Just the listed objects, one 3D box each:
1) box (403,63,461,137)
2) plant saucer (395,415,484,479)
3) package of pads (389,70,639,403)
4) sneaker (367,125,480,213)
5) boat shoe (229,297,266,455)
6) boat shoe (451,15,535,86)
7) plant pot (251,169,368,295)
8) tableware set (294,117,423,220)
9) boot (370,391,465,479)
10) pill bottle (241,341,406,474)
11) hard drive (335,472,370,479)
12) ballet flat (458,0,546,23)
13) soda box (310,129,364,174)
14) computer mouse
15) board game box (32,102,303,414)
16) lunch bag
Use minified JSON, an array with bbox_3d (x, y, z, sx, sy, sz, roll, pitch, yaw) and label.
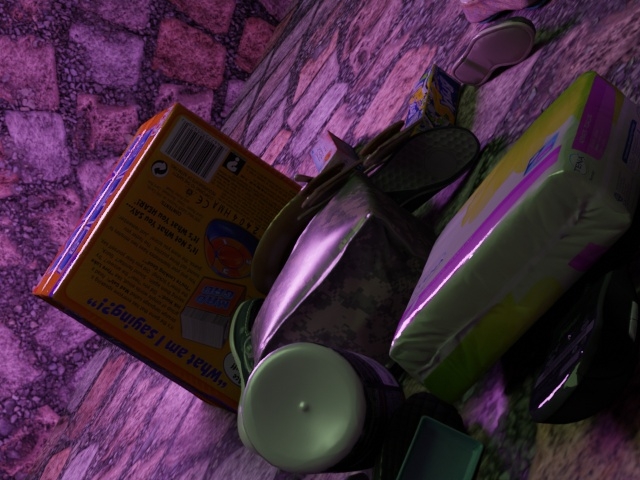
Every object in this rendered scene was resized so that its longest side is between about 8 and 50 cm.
[{"bbox_3d":[0.170,-0.197,2.019,0.054,0.059,0.169,-45,18,36],"label":"box"},{"bbox_3d":[0.093,0.252,1.229,0.018,0.067,0.192,111,-174,-52],"label":"plant saucer"},{"bbox_3d":[0.200,-0.008,1.315,0.296,0.101,0.229,-51,5,36],"label":"package of pads"},{"bbox_3d":[0.118,-0.070,1.852,0.226,0.086,0.163,-32,-13,-5],"label":"sneaker"},{"bbox_3d":[-0.074,0.177,1.855,0.079,0.095,0.254,-45,32,37],"label":"boat shoe"},{"bbox_3d":[0.253,-0.288,1.915,0.065,0.075,0.206,-65,11,-20],"label":"boat shoe"},{"bbox_3d":[0.000,0.000,1.953,0.236,0.032,0.236,-34,-30,-23],"label":"plant pot"},{"bbox_3d":[0.043,-0.109,1.782,0.194,0.039,0.128,-35,-7,-21],"label":"tableware set"},{"bbox_3d":[0.053,0.274,1.318,0.161,0.083,0.246,-49,13,50],"label":"boot"},{"bbox_3d":[0.017,0.179,1.390,0.130,0.130,0.246,-56,-19,2],"label":"pill bottle"},{"bbox_3d":[-0.104,0.365,1.509,0.233,0.047,0.353,-31,-2,-32],"label":"hard drive"},{"bbox_3d":[0.270,-0.410,2.065,0.107,0.106,0.316,-58,13,-6],"label":"ballet flat"},{"bbox_3d":[0.028,-0.144,2.376,0.058,0.063,0.183,-54,13,10],"label":"soda box"},{"bbox_3d":[0.265,0.055,1.135,0.184,0.060,0.262,-53,2,29],"label":"computer mouse"},{"bbox_3d":[-0.215,0.035,2.181,0.356,0.357,0.356,-59,14,-10],"label":"board game box"},{"bbox_3d":[0.021,0.085,1.660,0.287,0.169,0.235,-49,13,9],"label":"lunch bag"}]
